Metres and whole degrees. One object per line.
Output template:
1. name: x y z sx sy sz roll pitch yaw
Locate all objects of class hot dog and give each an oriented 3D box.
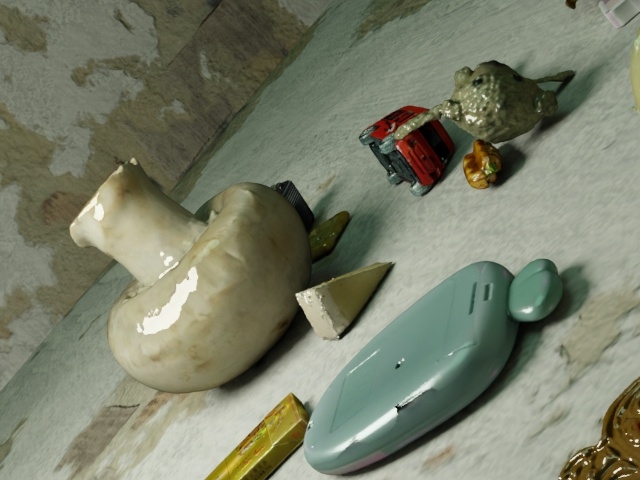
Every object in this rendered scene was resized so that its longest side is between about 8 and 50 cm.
1. hot dog: 0.183 -0.084 1.324 0.049 0.037 0.122 -54 6 17

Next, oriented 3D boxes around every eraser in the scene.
1. eraser: 0.372 -0.293 1.366 0.105 0.026 0.065 -41 18 20

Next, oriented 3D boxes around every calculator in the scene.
1. calculator: 0.092 0.105 1.046 0.299 0.041 0.185 -39 16 30

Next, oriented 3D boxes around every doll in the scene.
1. doll: 0.207 -0.176 1.397 0.203 0.091 0.286 2 16 29

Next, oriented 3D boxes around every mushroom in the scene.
1. mushroom: -0.169 0.032 1.481 0.297 0.290 0.297 -44 14 14

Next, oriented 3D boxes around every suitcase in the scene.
1. suitcase: -0.058 -0.026 1.745 0.059 0.086 0.126 -20 26 29

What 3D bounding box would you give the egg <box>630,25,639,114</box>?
1. egg: 0.307 -0.123 0.827 0.164 0.164 0.201 -48 17 -6

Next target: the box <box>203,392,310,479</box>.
1. box: -0.073 0.228 1.218 0.156 0.022 0.089 -45 15 4

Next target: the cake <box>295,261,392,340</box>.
1. cake: 0.032 0.050 1.345 0.121 0.065 0.052 -47 15 -31

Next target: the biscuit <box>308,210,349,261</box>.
1. biscuit: 0.000 0.000 1.640 0.083 0.018 0.081 -32 21 46

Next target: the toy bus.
1. toy bus: 0.117 -0.122 1.524 0.089 0.081 0.195 -37 13 -2

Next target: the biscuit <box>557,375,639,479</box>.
1. biscuit: 0.197 0.128 0.718 0.175 0.026 0.124 -47 14 -3

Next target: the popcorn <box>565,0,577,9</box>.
1. popcorn: 0.325 -0.372 1.484 0.167 0.148 0.152 -59 -6 -73
